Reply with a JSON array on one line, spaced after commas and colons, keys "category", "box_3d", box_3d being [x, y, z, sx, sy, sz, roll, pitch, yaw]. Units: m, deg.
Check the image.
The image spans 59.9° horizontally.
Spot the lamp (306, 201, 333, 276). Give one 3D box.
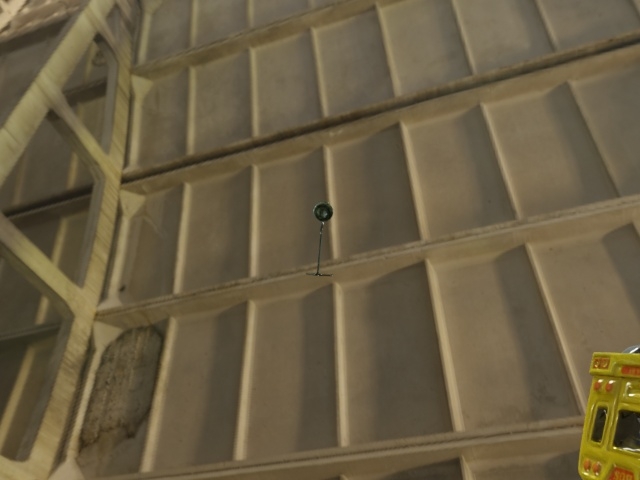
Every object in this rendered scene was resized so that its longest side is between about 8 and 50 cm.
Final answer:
[{"category": "lamp", "box_3d": [0.000, -0.001, 0.901, 0.041, 0.054, 0.122, 3, -90, -4]}]

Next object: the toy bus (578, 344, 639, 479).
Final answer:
[{"category": "toy bus", "box_3d": [0.394, 0.195, 0.455, 0.330, 0.144, 0.152, 22, -104, -7]}]
